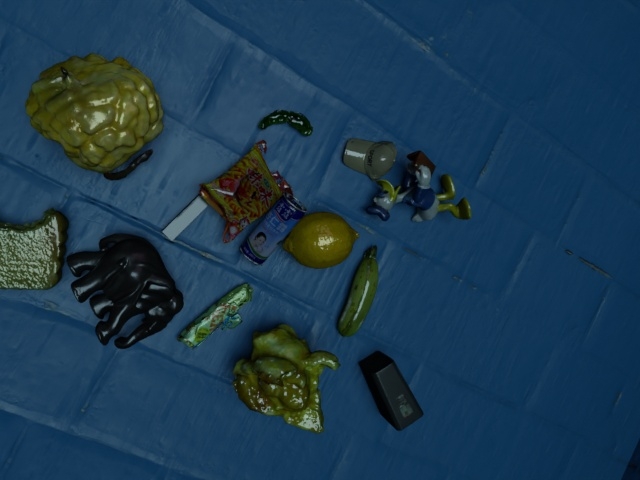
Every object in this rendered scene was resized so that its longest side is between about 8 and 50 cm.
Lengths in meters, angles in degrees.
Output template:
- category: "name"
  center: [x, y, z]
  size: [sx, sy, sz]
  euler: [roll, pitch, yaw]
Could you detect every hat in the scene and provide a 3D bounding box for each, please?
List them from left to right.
- category: "hat"
  center: [0.165, -0.283, 1.736]
  size: [0.175, 0.085, 0.147]
  euler: [11, 93, -20]

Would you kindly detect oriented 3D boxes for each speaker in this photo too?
- category: "speaker"
  center: [-0.410, -0.081, 1.590]
  size: [0.191, 0.040, 0.046]
  euler: [-47, 108, -9]

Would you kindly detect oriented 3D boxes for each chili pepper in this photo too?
- category: "chili pepper"
  center: [-0.109, -0.385, 1.656]
  size: [0.182, 0.050, 0.073]
  euler: [4, 100, -16]

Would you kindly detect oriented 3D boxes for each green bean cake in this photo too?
- category: "green bean cake"
  center: [-0.837, 0.014, 1.416]
  size: [0.236, 0.124, 0.233]
  euler: [6, 94, -18]

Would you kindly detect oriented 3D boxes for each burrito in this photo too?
- category: "burrito"
  center: [-0.323, 0.254, 1.643]
  size: [0.288, 0.054, 0.104]
  euler: [-41, 106, -11]

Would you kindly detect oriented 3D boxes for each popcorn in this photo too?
- category: "popcorn"
  center: [-0.594, -0.319, 1.383]
  size: [0.349, 0.349, 0.382]
  euler: [-14, 137, -16]
- category: "popcorn"
  center: [-0.093, 0.417, 1.617]
  size: [0.325, 0.290, 0.321]
  euler: [-32, 122, 10]

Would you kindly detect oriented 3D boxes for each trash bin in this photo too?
- category: "trash bin"
  center: [0.242, 0.520, 1.799]
  size: [0.115, 0.165, 0.225]
  euler: [-28, 100, -13]

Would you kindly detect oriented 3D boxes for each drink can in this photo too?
- category: "drink can"
  center: [-0.150, -0.035, 1.610]
  size: [0.097, 0.097, 0.235]
  euler: [37, 105, -18]

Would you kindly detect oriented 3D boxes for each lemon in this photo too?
- category: "lemon"
  center: [0.000, 0.000, 1.655]
  size: [0.256, 0.188, 0.188]
  euler: [-7, 97, -10]

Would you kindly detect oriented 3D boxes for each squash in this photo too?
- category: "squash"
  center: [0.146, 0.179, 1.772]
  size: [0.094, 0.094, 0.341]
  euler: [21, 88, -19]

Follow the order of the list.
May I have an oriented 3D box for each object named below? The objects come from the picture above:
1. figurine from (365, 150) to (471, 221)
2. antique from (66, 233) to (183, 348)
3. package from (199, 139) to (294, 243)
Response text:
- category: "figurine"
  center: [0.316, -0.156, 1.736]
  size: [0.338, 0.204, 0.283]
  euler: [-19, 133, -6]
- category: "antique"
  center: [-0.558, 0.137, 1.489]
  size: [0.255, 0.185, 0.322]
  euler: [-24, 98, -13]
- category: "package"
  center: [-0.239, -0.154, 1.598]
  size: [0.288, 0.108, 0.223]
  euler: [-40, 121, -27]
